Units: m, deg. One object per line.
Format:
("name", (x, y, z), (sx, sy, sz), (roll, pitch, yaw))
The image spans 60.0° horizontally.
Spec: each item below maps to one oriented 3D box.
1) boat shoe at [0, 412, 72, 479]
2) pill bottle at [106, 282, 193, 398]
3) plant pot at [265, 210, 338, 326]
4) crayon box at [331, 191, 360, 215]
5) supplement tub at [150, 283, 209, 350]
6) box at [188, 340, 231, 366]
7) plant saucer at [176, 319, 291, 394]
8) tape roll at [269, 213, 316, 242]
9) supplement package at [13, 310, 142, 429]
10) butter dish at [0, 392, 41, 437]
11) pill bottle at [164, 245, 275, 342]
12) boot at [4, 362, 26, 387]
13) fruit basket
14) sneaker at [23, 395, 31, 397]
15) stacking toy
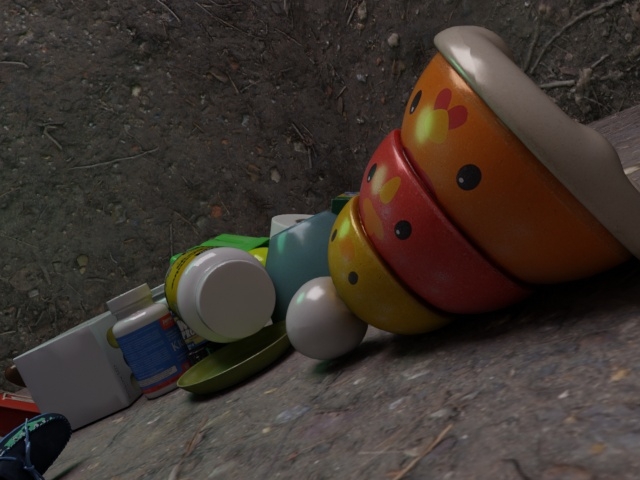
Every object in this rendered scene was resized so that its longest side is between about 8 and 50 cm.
("boat shoe", (-0.465, 0.367, 0.824), (0.089, 0.109, 0.258), (-14, 26, 35))
("pill bottle", (-0.362, 0.209, 1.177), (0.124, 0.221, 0.124), (-26, 4, 2))
("plant pot", (-0.005, 0.051, 1.190), (0.290, 0.195, 0.290), (-26, 4, 2))
("crayon box", (0.207, -0.087, 1.550), (0.323, 0.083, 0.203), (2, 10, 12))
("supplement tub", (-0.352, 0.197, 1.424), (0.144, 0.199, 0.144), (-26, 4, 2))
("box", (-0.228, 0.239, 1.166), (0.083, 0.052, 0.062), (-26, 5, -6))
("plant saucer", (-0.147, 0.220, 1.026), (0.241, 0.037, 0.241), (-27, 4, 2))
("tape roll", (0.000, 0.000, 1.555), (0.286, 0.100, 0.286), (6, 11, -1))
("supplement package", (-0.517, 0.286, 1.302), (0.198, 0.199, 0.262), (-25, 4, 8))
("butter dish", (-0.726, 0.439, 1.330), (0.160, 0.118, 0.160), (19, -15, -24))
("pill bottle", (-0.208, 0.105, 1.137), (0.188, 0.188, 0.334), (-27, 10, -21))
("boot", (-0.803, 0.418, 1.622), (0.264, 0.096, 0.280), (18, -8, -16))
("fruit basket", (-0.223, 0.129, 1.653), (0.392, 0.283, 0.392), (13, 21, -5))
("sneaker", (-0.843, 0.499, 1.548), (0.132, 0.086, 0.228), (-31, -5, -11))
("stacking toy", (0.130, 0.012, 0.721), (0.480, 0.350, 0.350), (-44, -4, 22))
